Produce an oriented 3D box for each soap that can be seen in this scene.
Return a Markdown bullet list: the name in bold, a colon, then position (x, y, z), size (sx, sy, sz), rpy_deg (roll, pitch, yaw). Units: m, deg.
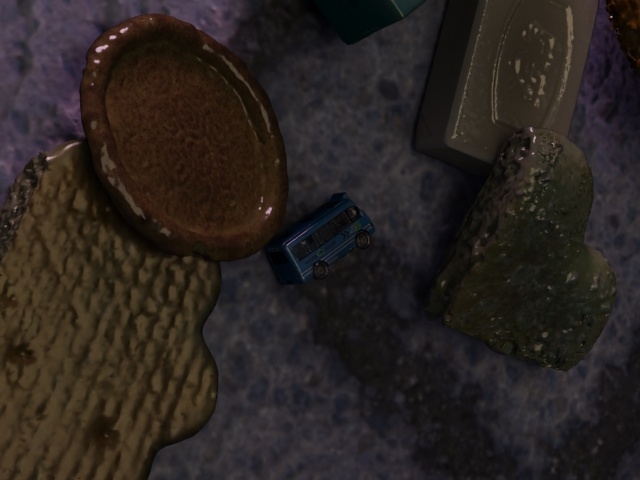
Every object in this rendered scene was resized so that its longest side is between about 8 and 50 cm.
- **soap**: position (0.157, -0.145, 1.301), size (0.121, 0.064, 0.183), rpy_deg (19, 79, -28)

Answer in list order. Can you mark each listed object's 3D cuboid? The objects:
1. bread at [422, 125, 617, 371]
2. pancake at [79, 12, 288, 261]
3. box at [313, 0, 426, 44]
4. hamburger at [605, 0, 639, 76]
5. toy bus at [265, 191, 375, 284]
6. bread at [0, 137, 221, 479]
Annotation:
- **bread**: position (0.163, 0.023, 1.273), size (0.172, 0.064, 0.232), rpy_deg (-20, 121, -12)
- **pancake**: position (-0.096, -0.074, 1.135), size (0.199, 0.021, 0.199), rpy_deg (21, 58, -38)
- **box**: position (0.078, -0.287, 1.223), size (0.245, 0.092, 0.153), rpy_deg (-43, 103, -25)
- **hamburger**: position (0.370, -0.217, 1.353), size (0.276, 0.179, 0.294), rpy_deg (31, 59, -24)
- **toy bus**: position (0.000, 0.000, 1.217), size (0.083, 0.038, 0.046), rpy_deg (-36, 105, -27)
- **bread**: position (-0.167, 0.082, 1.101), size (0.207, 0.056, 0.287), rpy_deg (34, 72, -25)
